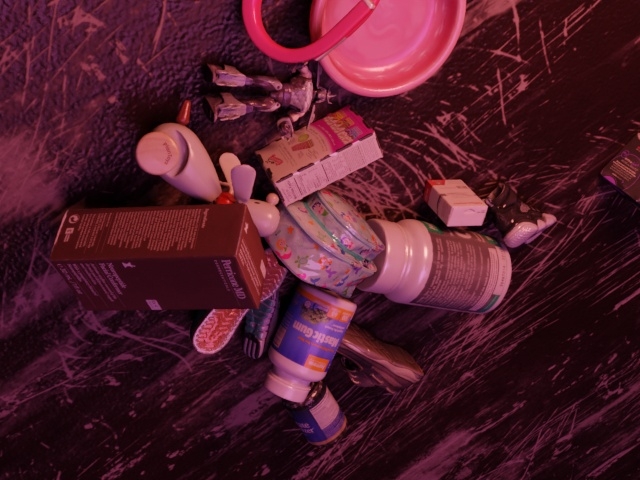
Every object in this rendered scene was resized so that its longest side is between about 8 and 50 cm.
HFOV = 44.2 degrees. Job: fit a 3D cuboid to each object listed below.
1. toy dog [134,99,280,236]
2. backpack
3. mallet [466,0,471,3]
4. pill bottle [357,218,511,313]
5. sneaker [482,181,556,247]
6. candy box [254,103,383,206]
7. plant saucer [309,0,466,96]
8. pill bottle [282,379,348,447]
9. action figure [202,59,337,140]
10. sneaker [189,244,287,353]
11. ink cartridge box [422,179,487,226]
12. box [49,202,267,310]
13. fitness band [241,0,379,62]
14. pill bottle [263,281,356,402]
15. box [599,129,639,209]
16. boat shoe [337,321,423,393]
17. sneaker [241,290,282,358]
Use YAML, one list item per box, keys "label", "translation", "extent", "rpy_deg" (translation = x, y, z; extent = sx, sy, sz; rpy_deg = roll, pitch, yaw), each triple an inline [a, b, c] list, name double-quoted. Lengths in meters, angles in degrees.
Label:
- label: "toy dog"
  translation: [-0.215, -0.154, 1.577]
  extent: [0.334, 0.220, 0.161]
  rpy_deg: [31, 92, -38]
- label: "backpack"
  translation: [0.000, 0.000, 1.717]
  extent: [0.191, 0.225, 0.254]
  rpy_deg: [-50, 148, 19]
- label: "mallet"
  translation: [0.295, -0.581, 1.613]
  extent: [0.062, 0.039, 0.189]
  rpy_deg: [-26, 124, -4]
- label: "pill bottle"
  translation: [0.264, 0.060, 1.912]
  extent: [0.361, 0.204, 0.204]
  rpy_deg: [10, 117, -28]
- label: "sneaker"
  translation: [0.496, -0.073, 1.987]
  extent: [0.101, 0.153, 0.269]
  rpy_deg: [-44, 164, 28]
- label: "candy box"
  translation: [-0.006, -0.182, 1.668]
  extent: [0.234, 0.159, 0.071]
  rpy_deg: [-26, 126, -4]
- label: "plant saucer"
  translation: [0.129, -0.458, 1.592]
  extent: [0.332, 0.084, 0.332]
  rpy_deg: [-11, 125, -17]
- label: "pill bottle"
  translation: [-0.026, 0.430, 2.075]
  extent: [0.123, 0.123, 0.219]
  rpy_deg: [-31, 115, -2]
- label: "action figure"
  translation: [-0.094, -0.294, 1.599]
  extent: [0.285, 0.099, 0.185]
  rpy_deg: [-4, 111, -25]
- label: "sneaker"
  translation: [-0.199, 0.119, 1.822]
  extent: [0.302, 0.121, 0.108]
  rpy_deg: [-48, 116, -3]
- label: "ink cartridge box"
  translation: [0.319, -0.090, 1.879]
  extent: [0.099, 0.135, 0.056]
  rpy_deg: [-2, 122, -21]
- label: "box"
  translation: [-0.315, 0.039, 1.579]
  extent: [0.382, 0.143, 0.191]
  rpy_deg: [-3, 142, 11]
- label: "fitness band"
  translation: [-0.016, -0.460, 1.463]
  extent: [0.291, 0.054, 0.209]
  rpy_deg: [-38, 91, 22]
- label: "pill bottle"
  translation: [-0.033, 0.245, 1.901]
  extent: [0.152, 0.152, 0.272]
  rpy_deg: [22, 94, -32]
- label: "box"
  translation: [0.890, -0.204, 2.024]
  extent: [0.143, 0.165, 0.270]
  rpy_deg: [32, 106, -35]
- label: "boat shoe"
  translation: [0.124, 0.326, 2.074]
  extent: [0.355, 0.132, 0.130]
  rpy_deg: [32, 105, -34]
- label: "sneaker"
  translation: [-0.130, 0.176, 1.922]
  extent: [0.098, 0.083, 0.223]
  rpy_deg: [-16, 128, -51]
